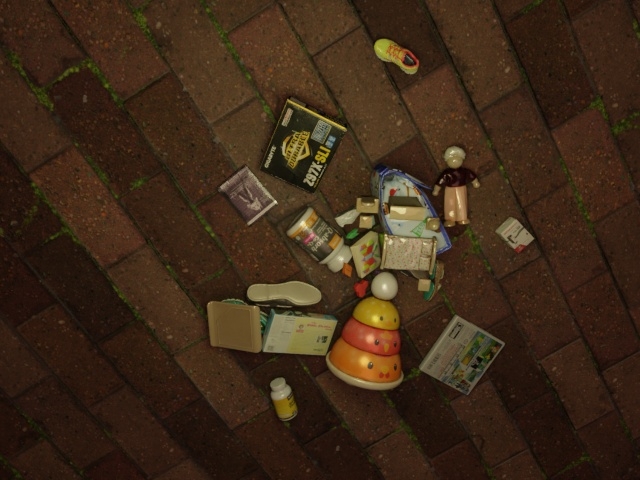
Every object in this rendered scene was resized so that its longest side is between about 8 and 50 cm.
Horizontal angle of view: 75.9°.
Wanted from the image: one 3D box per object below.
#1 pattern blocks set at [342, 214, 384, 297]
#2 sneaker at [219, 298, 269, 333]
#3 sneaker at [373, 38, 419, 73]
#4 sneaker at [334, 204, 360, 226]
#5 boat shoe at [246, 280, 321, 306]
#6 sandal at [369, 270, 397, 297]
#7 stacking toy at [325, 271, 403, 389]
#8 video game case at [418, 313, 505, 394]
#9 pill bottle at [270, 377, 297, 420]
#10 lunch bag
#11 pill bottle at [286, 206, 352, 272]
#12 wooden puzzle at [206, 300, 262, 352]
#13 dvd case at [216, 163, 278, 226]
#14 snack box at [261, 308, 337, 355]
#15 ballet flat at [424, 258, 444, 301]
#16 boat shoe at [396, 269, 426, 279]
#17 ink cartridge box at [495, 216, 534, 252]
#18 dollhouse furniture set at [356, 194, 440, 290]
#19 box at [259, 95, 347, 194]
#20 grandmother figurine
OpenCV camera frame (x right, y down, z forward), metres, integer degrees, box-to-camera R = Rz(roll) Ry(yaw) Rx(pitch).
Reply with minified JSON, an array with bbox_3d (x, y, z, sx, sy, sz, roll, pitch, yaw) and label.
[{"bbox_3d":[0.204,0.066,1.788,0.285,0.026,0.325,-44,130,-23],"label":"pattern blocks set"},{"bbox_3d":[-0.345,0.346,1.856,0.275,0.110,0.107,21,102,-8],"label":"sneaker"},{"bbox_3d":[0.312,-0.748,1.643,0.208,0.094,0.081,25,102,-8],"label":"sneaker"},{"bbox_3d":[0.139,-0.113,1.812,0.152,0.054,0.061,-26,113,9],"label":"sneaker"},{"bbox_3d":[-0.168,0.248,1.865,0.335,0.095,0.112,3,68,-8],"label":"boat shoe"},{"bbox_3d":[0.286,0.244,1.892,0.090,0.060,0.219,32,100,-23],"label":"sandal"},{"bbox_3d":[0.231,0.369,1.796,0.350,0.350,0.480,10,97,-6],"label":"stacking toy"},{"bbox_3d":[0.695,0.566,2.020,0.300,0.036,0.329,30,99,-10],"label":"video game case"},{"bbox_3d":[-0.180,0.760,1.971,0.103,0.103,0.184,-16,105,0],"label":"pill bottle"},{"bbox_3d":[0.341,-0.136,1.673,0.239,0.328,0.385,-29,102,8],"label":"lunch bag"},{"bbox_3d":[0.000,0.000,1.769,0.278,0.162,0.162,42,98,-12],"label":"pill bottle"},{"bbox_3d":[-0.374,0.375,1.798,0.238,0.044,0.221,3,106,13],"label":"wooden puzzle"},{"bbox_3d":[-0.314,-0.192,1.774,0.164,0.018,0.221,-39,102,4],"label":"dvd case"},{"bbox_3d":[-0.095,0.420,1.865,0.322,0.060,0.187,12,104,-27],"label":"snack box"},{"bbox_3d":[0.534,0.187,1.901,0.067,0.073,0.206,3,108,-19],"label":"ballet flat"},{"bbox_3d":[0.397,0.127,1.891,0.206,0.075,0.065,32,143,-16],"label":"boat shoe"},{"bbox_3d":[0.888,-0.025,1.877,0.135,0.056,0.099,41,98,-13],"label":"ink cartridge box"},{"bbox_3d":[0.271,0.031,1.473,0.303,0.174,0.356,4,108,4],"label":"dollhouse furniture set"},{"bbox_3d":[-0.074,-0.377,1.662,0.257,0.079,0.322,23,122,-11],"label":"box"},{"bbox_3d":[0.594,-0.240,1.786,0.207,0.104,0.342,-13,107,-10],"label":"grandmother figurine"}]
